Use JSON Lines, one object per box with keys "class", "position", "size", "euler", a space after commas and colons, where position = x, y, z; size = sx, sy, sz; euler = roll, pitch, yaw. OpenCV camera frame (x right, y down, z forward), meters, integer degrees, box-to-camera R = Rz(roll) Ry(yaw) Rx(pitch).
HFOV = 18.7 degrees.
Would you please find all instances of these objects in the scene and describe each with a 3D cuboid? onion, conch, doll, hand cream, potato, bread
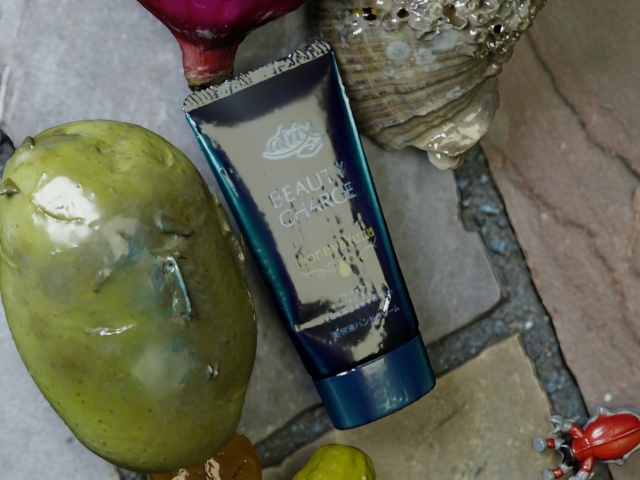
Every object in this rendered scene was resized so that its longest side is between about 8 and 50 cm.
{"class": "onion", "position": [-0.069, -0.191, 1.337], "size": [0.173, 0.135, 0.198], "euler": [-3, 105, -8]}
{"class": "conch", "position": [0.079, -0.172, 1.428], "size": [0.178, 0.163, 0.245], "euler": [5, 105, 11]}
{"class": "doll", "position": [0.223, 0.156, 1.523], "size": [0.114, 0.039, 0.057], "euler": [-20, 65, -11]}
{"class": "hand cream", "position": [0.000, 0.000, 1.408], "size": [0.120, 0.061, 0.270], "euler": [-24, 99, -15]}
{"class": "potato", "position": [-0.127, 0.037, 1.306], "size": [0.169, 0.143, 0.248], "euler": [-19, 98, -17]}
{"class": "bread", "position": [-0.084, 0.172, 1.377], "size": [0.083, 0.046, 0.081], "euler": [19, 79, -22]}

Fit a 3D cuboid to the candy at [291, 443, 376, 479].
{"class": "candy", "position": [-0.006, 0.240, 1.389], "size": [0.106, 0.094, 0.198], "euler": [22, 74, -17]}
